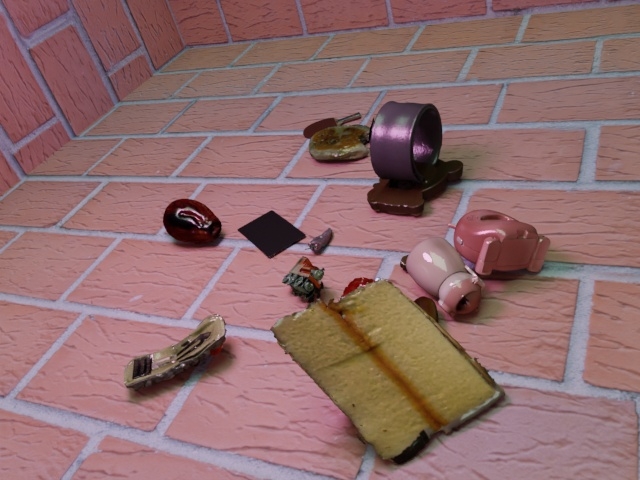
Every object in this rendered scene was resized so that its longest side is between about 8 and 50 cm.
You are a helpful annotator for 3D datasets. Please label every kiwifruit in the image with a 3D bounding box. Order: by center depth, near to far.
[{"bbox_3d":[0.281,0.204,1.638,0.075,0.075,0.124,-7,41,14],"label":"kiwifruit"}]

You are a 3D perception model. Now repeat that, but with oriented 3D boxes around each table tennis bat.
[{"bbox_3d":[0.052,-0.525,2.735,0.275,0.021,0.154,-19,36,0],"label":"table tennis bat"}]

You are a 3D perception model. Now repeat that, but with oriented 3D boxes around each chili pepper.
[{"bbox_3d":[0.000,0.001,2.046,0.050,0.041,0.153,26,35,19],"label":"chili pepper"}]

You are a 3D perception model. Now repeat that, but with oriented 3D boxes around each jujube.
[{"bbox_3d":[-0.470,-0.067,2.234,0.237,0.168,0.168,17,48,30],"label":"jujube"}]

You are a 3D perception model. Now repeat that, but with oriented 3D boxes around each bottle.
[{"bbox_3d":[0.356,0.111,1.679,0.148,0.147,0.236,-25,45,-10],"label":"bottle"}]

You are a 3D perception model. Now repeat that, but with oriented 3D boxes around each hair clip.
[{"bbox_3d":[-0.401,0.337,1.732,0.322,0.091,0.138,-28,35,3],"label":"hair clip"}]

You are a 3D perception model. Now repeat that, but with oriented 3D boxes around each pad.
[{"bbox_3d":[-0.180,-0.028,2.186,0.160,0.009,0.265,-31,37,-18],"label":"pad"}]

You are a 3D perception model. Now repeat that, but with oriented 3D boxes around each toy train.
[{"bbox_3d":[-0.046,0.112,1.847,0.118,0.074,0.176,-49,19,-15],"label":"toy train"}]

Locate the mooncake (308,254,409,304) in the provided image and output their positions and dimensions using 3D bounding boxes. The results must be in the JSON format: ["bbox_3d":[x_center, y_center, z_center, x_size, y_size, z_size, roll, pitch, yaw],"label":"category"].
[{"bbox_3d":[0.127,0.114,1.833,0.347,0.057,0.150,-7,37,12],"label":"mooncake"}]

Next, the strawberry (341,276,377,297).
[{"bbox_3d":[0.118,0.187,1.609,0.234,0.178,0.234,-28,19,10],"label":"strawberry"}]

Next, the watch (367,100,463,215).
[{"bbox_3d":[0.297,-0.303,2.082,0.314,0.326,0.335,10,45,33],"label":"watch"}]

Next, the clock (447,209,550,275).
[{"bbox_3d":[0.499,-0.017,1.737,0.227,0.142,0.241,-1,28,-20],"label":"clock"}]

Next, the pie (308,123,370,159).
[{"bbox_3d":[0.089,-0.409,2.528,0.303,0.066,0.302,-11,36,8],"label":"pie"}]

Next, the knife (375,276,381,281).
[{"bbox_3d":[0.159,0.150,1.784,0.027,0.010,0.096,10,64,24],"label":"knife"}]

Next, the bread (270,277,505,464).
[{"bbox_3d":[0.156,0.279,1.385,0.346,0.404,0.242,-38,29,-8],"label":"bread"}]
